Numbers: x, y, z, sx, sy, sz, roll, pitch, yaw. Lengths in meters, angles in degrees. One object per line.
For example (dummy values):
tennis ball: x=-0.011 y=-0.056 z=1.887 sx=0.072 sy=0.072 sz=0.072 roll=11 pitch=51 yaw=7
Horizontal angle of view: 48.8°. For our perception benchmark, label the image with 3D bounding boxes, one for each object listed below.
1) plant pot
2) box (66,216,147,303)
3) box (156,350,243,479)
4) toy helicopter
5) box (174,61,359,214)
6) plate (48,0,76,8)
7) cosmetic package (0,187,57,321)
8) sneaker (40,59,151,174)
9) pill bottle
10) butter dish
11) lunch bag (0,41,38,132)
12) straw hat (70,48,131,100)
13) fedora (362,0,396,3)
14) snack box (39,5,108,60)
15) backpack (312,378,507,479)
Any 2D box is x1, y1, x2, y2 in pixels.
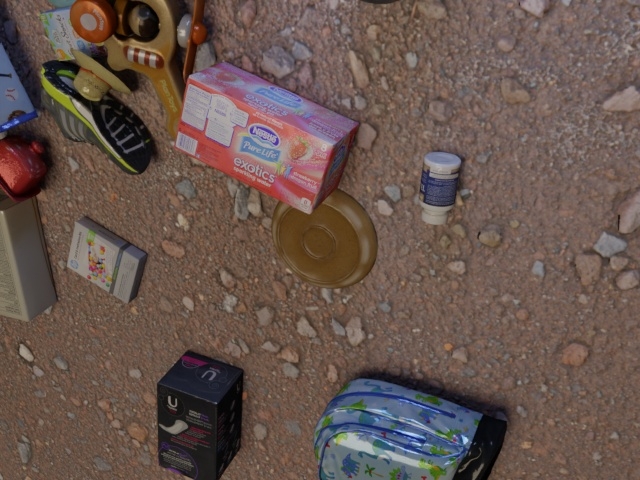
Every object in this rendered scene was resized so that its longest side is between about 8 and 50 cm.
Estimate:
plant pot: x=0.000 y=0.000 z=1.436 sx=0.236 sy=0.032 sz=0.236 roll=11 pitch=118 yaw=21
box: x=-0.516 y=0.048 z=1.701 sx=0.186 sy=0.038 sz=0.145 roll=31 pitch=124 yaw=9
box: x=-0.294 y=0.435 z=1.728 sx=0.165 sy=0.143 sz=0.271 roll=15 pitch=120 yaw=16
toy helicopter: x=-0.297 y=-0.350 z=1.364 sx=0.234 sy=0.140 sz=0.355 roll=-9 pitch=122 yaw=19
box: x=-0.101 y=-0.197 z=1.315 sx=0.299 sy=0.142 sz=0.154 roll=26 pitch=123 yaw=11
plate: x=-0.511 y=-0.546 z=1.403 sx=0.188 sy=0.024 sz=0.188 roll=10 pitch=118 yaw=19
cosmetic package: x=-0.785 y=0.034 z=1.776 sx=0.160 sy=0.113 sz=0.310 roll=11 pitch=120 yaw=20
sneaker: x=-0.481 y=-0.246 z=1.507 sx=0.300 sy=0.111 sz=0.121 roll=46 pitch=135 yaw=4
pill bottle: x=0.212 y=-0.093 z=1.267 sx=0.067 sy=0.067 sz=0.120 roll=14 pitch=120 yaw=19
butter dish: x=-0.684 y=-0.185 z=1.614 sx=0.118 sy=0.160 sz=0.160 roll=-35 pitch=102 yaw=9
lunch bag: x=-0.863 y=-0.355 z=1.549 sx=0.385 sy=0.239 sz=0.328 roll=1 pitch=117 yaw=43
straw hat: x=-0.461 y=-0.317 z=1.427 sx=0.144 sy=0.144 sz=0.061 roll=32 pitch=81 yaw=8
fedora: x=0.088 y=-0.509 z=1.048 sx=0.124 sy=0.243 sz=0.276 roll=46 pitch=134 yaw=34
snack box: x=-0.491 y=-0.425 z=1.440 sx=0.141 sy=0.037 sz=0.100 roll=2 pitch=124 yaw=25
backpack: x=0.162 y=0.437 z=1.474 sx=0.355 sy=0.273 sz=0.290 roll=30 pitch=132 yaw=23
